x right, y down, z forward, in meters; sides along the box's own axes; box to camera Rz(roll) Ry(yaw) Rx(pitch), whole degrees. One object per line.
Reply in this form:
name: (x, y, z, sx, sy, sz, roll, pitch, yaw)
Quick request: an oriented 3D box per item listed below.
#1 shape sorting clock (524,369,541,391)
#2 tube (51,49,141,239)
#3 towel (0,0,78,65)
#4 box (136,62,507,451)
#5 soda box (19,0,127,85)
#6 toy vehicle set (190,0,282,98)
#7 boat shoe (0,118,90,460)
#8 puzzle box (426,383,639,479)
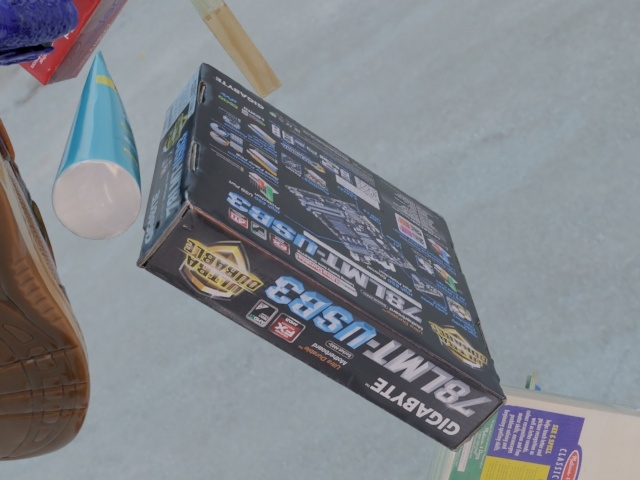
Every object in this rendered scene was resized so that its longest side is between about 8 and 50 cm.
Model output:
shape sorting clock: (0.293, 0.290, 1.456, 0.040, 0.206, 0.206, 6, 43, 11)
tube: (-0.148, -0.066, 0.681, 0.052, 0.080, 0.207, -8, 26, -6)
towel: (-0.349, -0.164, 0.732, 0.228, 0.076, 0.308, 14, 17, 11)
box: (0.000, 0.000, 0.831, 0.073, 0.296, 0.293, -50, 21, 22)
soda box: (-0.255, -0.303, 1.111, 0.263, 0.092, 0.083, -49, 1, 20)
toy vehicle set: (-0.153, -0.328, 1.366, 0.035, 0.166, 0.267, -35, 51, 3)
boat shoe: (-0.228, 0.014, 0.660, 0.123, 0.342, 0.123, -9, 44, -4)
puzzle box: (0.252, 0.390, 1.278, 0.052, 0.272, 0.408, -139, 62, -74)
